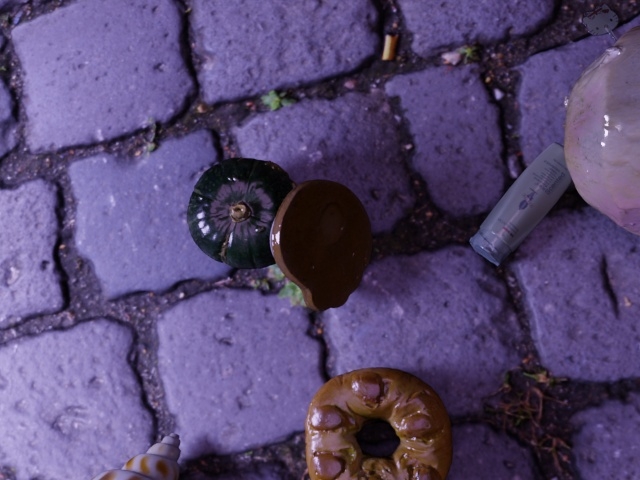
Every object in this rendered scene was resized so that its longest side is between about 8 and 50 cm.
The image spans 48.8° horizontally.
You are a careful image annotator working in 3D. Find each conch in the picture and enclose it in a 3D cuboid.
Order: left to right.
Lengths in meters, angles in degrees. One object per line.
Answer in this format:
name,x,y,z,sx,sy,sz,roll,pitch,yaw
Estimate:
conch,-0.296,0.427,1.072,0.275,0.182,0.149,-45,46,-8

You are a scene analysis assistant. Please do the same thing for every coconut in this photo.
coconut,0.543,-0.162,0.988,0.353,0.352,0.352,-1,80,8

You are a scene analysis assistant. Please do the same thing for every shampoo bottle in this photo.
shampoo bottle,0.327,-0.058,1.124,0.072,0.049,0.212,38,87,8

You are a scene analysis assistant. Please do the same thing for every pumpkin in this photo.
pumpkin,-0.117,-0.043,1.132,0.190,0.146,0.190,0,89,-16

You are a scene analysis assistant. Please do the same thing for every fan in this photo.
fan,0.478,-0.357,1.181,0.056,0.004,0.083,-31,78,2

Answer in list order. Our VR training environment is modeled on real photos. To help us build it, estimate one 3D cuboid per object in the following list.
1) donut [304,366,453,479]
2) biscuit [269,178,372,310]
donut,0.088,0.296,1.060,0.227,0.114,0.226,-2,79,8
biscuit,0.000,0.000,1.100,0.049,0.208,0.181,8,56,48
